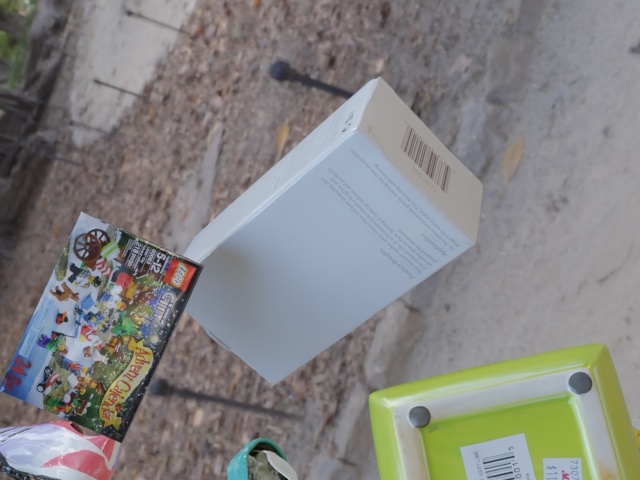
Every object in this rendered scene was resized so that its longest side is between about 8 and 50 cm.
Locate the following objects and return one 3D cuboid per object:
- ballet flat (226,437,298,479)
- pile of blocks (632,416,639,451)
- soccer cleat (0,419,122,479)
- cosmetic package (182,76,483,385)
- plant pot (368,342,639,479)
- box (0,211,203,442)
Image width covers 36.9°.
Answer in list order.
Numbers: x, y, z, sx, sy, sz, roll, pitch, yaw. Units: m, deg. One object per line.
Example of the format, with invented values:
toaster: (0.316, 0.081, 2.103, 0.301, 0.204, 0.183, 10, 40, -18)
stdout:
ballet flat: (-0.047, 0.325, 1.108, 0.087, 0.083, 0.247, -62, 36, 26)
pile of blocks: (0.444, 0.407, 1.437, 0.113, 0.149, 0.362, 21, 58, 40)
soccer cleat: (-0.464, 0.352, 1.616, 0.318, 0.108, 0.116, 6, 55, 35)
cosmetic package: (0.000, 0.000, 1.260, 0.385, 0.217, 0.156, -36, 19, 32)
plant pot: (0.159, 0.210, 0.791, 0.207, 0.227, 0.228, 53, -155, -70)
box: (-0.260, 0.103, 1.150, 0.044, 0.159, 0.233, 165, 129, -86)
